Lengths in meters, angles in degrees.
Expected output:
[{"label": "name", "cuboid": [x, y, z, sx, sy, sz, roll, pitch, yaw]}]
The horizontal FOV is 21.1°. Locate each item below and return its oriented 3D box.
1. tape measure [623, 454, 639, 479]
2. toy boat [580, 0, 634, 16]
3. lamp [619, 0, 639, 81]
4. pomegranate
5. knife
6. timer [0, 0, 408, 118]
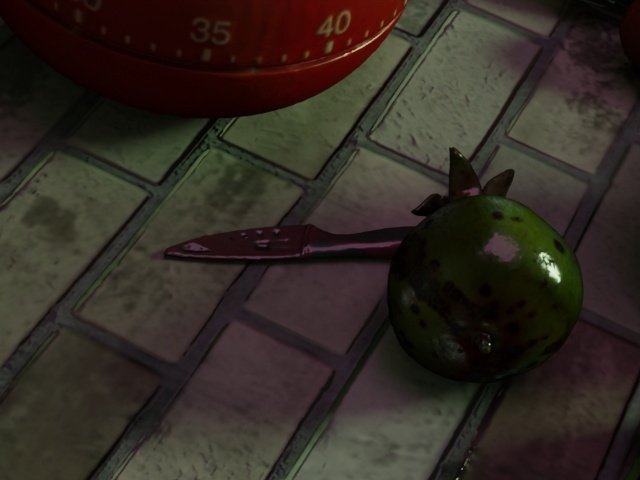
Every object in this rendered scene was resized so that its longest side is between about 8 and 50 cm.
[{"label": "tape measure", "cuboid": [0.311, 0.155, 1.199, 0.200, 0.106, 0.175, 18, 38, -5]}, {"label": "toy boat", "cuboid": [0.284, -0.277, 1.618, 0.296, 0.122, 0.114, 22, 21, -8]}, {"label": "lamp", "cuboid": [0.315, -0.179, 1.555, 0.101, 0.090, 0.101, 41, 15, -14]}, {"label": "pomegranate", "cuboid": [0.110, 0.024, 1.259, 0.148, 0.148, 0.169, -8, 38, -22]}, {"label": "knife", "cuboid": [0.000, 0.000, 1.335, 0.247, 0.018, 0.035, -1, 49, -15]}, {"label": "timer", "cuboid": [-0.099, -0.271, 1.396, 0.378, 0.279, 0.378, 10, 45, -10]}]
